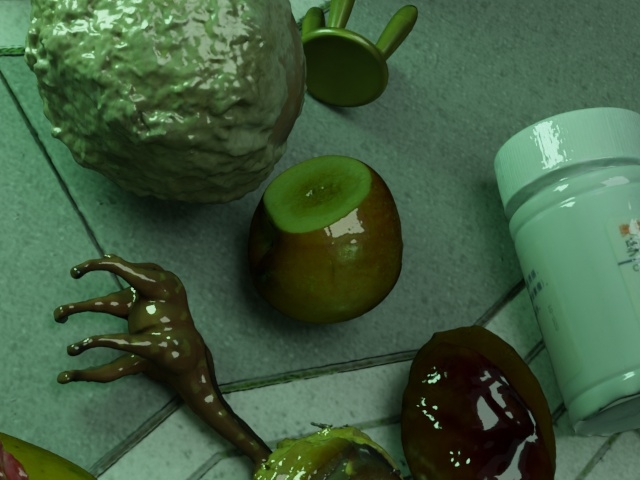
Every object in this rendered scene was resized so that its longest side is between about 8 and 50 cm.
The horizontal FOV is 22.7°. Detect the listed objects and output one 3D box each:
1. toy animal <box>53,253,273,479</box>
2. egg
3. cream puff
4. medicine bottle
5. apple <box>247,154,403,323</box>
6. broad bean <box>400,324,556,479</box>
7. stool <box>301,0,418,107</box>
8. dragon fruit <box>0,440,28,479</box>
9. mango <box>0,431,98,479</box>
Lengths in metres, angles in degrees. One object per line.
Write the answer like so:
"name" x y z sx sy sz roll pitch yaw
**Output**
"toy animal" -0.135 0.129 1.507 0.230 0.066 0.224 10 64 -32
"egg" -0.146 -0.181 1.553 0.310 0.279 0.279 53 50 -1
"cream puff" -0.004 0.254 1.465 0.189 0.129 0.189 -10 103 -48
"medicine bottle" 0.320 0.033 1.762 0.190 0.190 0.332 -1 65 -32
"apple" 0.002 0.003 1.599 0.147 0.163 0.146 -7 23 -23
"broad bean" 0.158 0.197 1.614 0.156 0.122 0.228 -8 59 -7
"stool" 0.033 -0.223 1.782 0.134 0.135 0.110 71 30 -41
"dragon fruit" -0.353 0.221 1.140 0.371 0.386 0.249 32 23 2
"mango" -0.279 0.215 1.323 0.253 0.138 0.113 22 68 1
